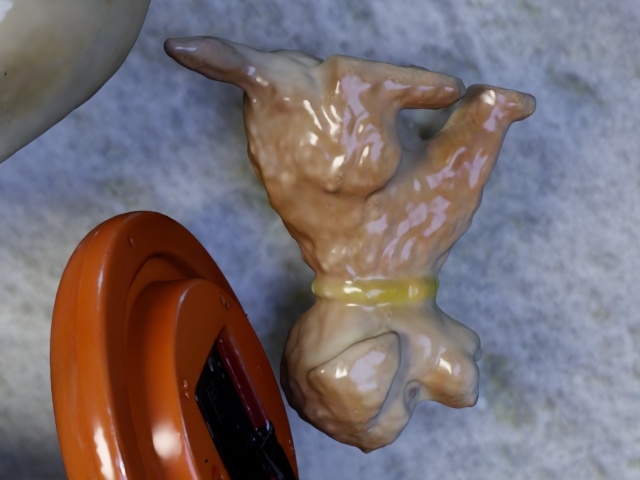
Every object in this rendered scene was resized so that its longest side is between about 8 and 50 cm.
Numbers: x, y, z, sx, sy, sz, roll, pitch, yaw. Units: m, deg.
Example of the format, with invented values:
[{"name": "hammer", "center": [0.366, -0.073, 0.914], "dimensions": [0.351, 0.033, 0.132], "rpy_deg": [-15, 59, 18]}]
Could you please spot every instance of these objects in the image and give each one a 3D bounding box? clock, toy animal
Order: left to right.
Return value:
[{"name": "clock", "center": [-0.054, 0.085, 0.808], "dimensions": [0.051, 0.205, 0.205], "rpy_deg": [-18, 110, 16]}, {"name": "toy animal", "center": [-0.005, 0.004, 0.866], "dimensions": [0.184, 0.104, 0.185], "rpy_deg": [7, 99, -30]}]

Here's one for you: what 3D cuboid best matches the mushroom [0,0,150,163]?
[{"name": "mushroom", "center": [-0.224, -0.146, 0.629], "dimensions": [0.325, 0.353, 0.353], "rpy_deg": [-9, 104, 5]}]
